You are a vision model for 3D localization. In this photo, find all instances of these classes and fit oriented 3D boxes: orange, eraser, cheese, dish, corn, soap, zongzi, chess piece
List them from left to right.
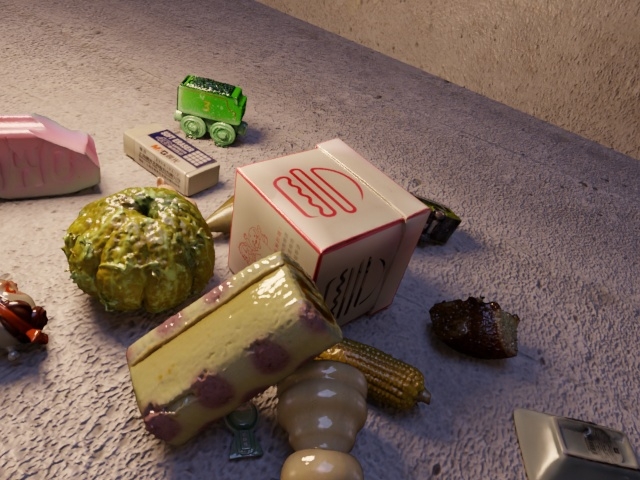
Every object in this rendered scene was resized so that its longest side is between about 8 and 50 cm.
[{"bbox_3d":[-0.715,-0.202,1.180,0.324,0.192,0.109,-9,46,-30],"label":"soap"},{"bbox_3d":[-0.373,0.005,1.019,0.301,0.223,0.300,2,40,-23],"label":"orange"},{"bbox_3d":[-0.436,-0.240,1.418,0.279,0.081,0.124,33,41,20],"label":"eraser"},{"bbox_3d":[-0.222,-0.099,1.315,0.256,0.115,0.228,-9,40,-14],"label":"zongzi"},{"bbox_3d":[-0.139,0.327,0.868,0.067,0.026,0.120,1,41,-18],"label":"cheese"},{"bbox_3d":[0.004,0.362,0.788,0.167,0.167,0.299,9,43,-9],"label":"chess piece"},{"bbox_3d":[0.099,0.262,0.981,0.262,0.097,0.097,23,38,14],"label":"corn"},{"bbox_3d":[0.524,0.418,0.958,0.243,0.080,0.182,14,38,-4],"label":"dish"}]

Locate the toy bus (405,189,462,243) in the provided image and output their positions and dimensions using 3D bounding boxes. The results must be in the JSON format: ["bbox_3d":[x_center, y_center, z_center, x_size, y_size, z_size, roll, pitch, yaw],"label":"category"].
[{"bbox_3d":[0.254,-0.085,1.407,0.302,0.113,0.139,16,30,-28],"label":"toy bus"}]

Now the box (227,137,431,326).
[{"bbox_3d":[0.000,0.000,1.095,0.300,0.314,0.312,-22,51,-35],"label":"box"}]

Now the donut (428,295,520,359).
[{"bbox_3d":[0.368,0.212,1.137,0.187,0.144,0.126,37,38,-25],"label":"donut"}]

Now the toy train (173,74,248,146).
[{"bbox_3d":[-0.354,-0.426,1.593,0.243,0.188,0.132,14,39,-5],"label":"toy train"}]

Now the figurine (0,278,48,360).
[{"bbox_3d":[-0.585,0.117,0.867,0.226,0.183,0.160,33,48,1],"label":"figurine"}]

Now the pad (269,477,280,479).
[{"bbox_3d":[0.040,0.498,0.739,0.300,0.005,0.202,17,38,1],"label":"pad"}]

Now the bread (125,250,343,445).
[{"bbox_3d":[-0.147,0.179,0.827,0.338,0.155,0.187,-35,50,4],"label":"bread"}]

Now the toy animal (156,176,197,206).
[{"bbox_3d":[-0.375,-0.092,1.263,0.150,0.083,0.089,36,28,7],"label":"toy animal"}]
